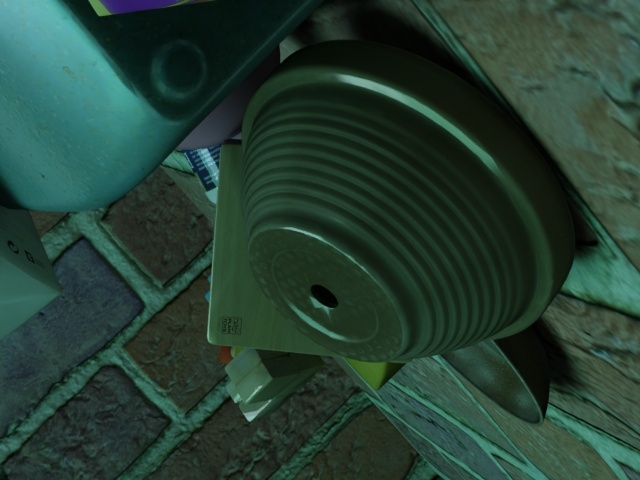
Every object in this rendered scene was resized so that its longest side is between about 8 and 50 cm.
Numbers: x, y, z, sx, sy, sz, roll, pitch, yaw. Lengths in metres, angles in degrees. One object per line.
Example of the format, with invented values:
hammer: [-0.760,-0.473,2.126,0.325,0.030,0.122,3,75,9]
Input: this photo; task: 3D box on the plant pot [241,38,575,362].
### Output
plant pot: [0.031,-0.001,0.775,0.237,0.110,0.237,27,146,20]

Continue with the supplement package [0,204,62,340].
supplement package: [-0.324,-0.053,0.781,0.175,0.177,0.293,42,-166,-54]

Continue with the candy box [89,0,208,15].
candy box: [-0.012,-0.139,0.416,0.109,0.186,0.053,60,-151,-58]

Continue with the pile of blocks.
pile of blocks: [-0.071,0.048,1.233,0.149,0.112,0.362,36,-151,-14]

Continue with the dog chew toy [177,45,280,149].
dog chew toy: [-0.158,-0.190,0.865,0.332,0.206,0.206,42,176,-31]

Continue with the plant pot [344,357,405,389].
plant pot: [0.057,0.078,1.115,0.081,0.081,0.083,46,167,7]

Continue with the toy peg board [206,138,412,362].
toy peg board: [0.000,0.000,0.946,0.160,0.161,0.079,6,-162,-1]

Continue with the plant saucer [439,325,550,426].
plant saucer: [0.107,0.044,1.131,0.310,0.050,0.310,45,171,9]

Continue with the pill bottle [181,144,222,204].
pill bottle: [-0.083,-0.092,1.158,0.169,0.094,0.094,62,170,-7]

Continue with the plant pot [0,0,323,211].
plant pot: [-0.115,-0.165,0.619,0.248,0.247,0.252,51,163,-28]
